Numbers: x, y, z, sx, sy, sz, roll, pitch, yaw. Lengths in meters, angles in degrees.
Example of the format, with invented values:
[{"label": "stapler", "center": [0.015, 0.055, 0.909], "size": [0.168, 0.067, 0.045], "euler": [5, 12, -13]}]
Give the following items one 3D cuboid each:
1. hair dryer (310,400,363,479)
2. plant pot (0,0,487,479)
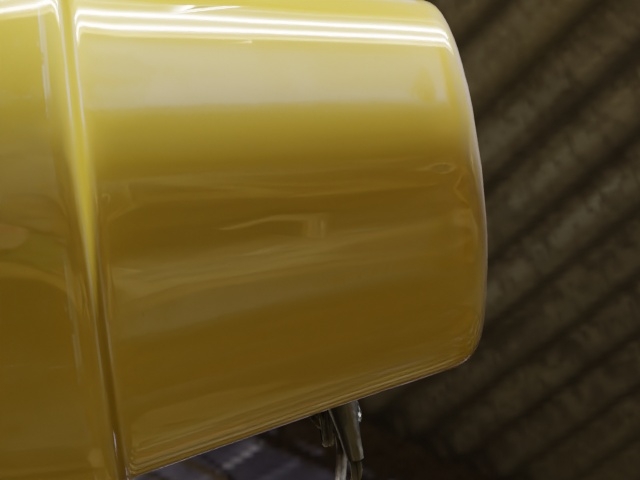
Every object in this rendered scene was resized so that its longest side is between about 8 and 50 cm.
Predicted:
[{"label": "hair dryer", "center": [0.000, 0.000, 1.005], "size": [0.080, 0.223, 0.293], "euler": [-19, -44, -23]}, {"label": "plant pot", "center": [-0.061, -0.011, 0.702], "size": [0.239, 0.254, 0.254], "euler": [-6, -47, -7]}]
